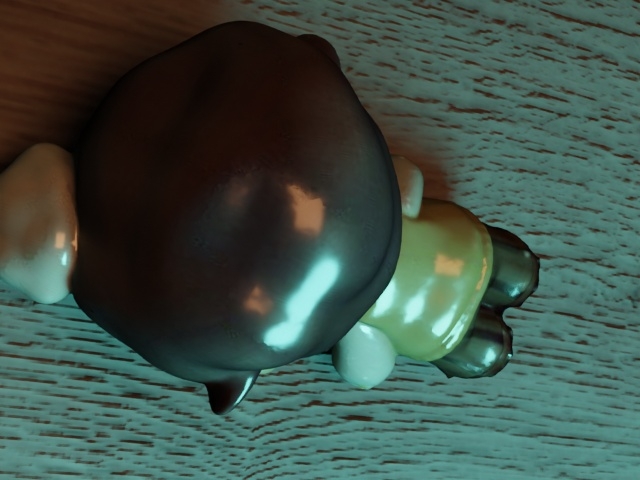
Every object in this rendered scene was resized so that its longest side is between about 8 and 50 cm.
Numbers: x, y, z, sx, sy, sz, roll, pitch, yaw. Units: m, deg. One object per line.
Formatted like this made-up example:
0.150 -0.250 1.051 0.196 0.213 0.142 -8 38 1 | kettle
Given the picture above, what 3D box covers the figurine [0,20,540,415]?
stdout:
-0.009 -0.009 0.894 0.218 0.206 0.365 -58 149 9 | figurine
